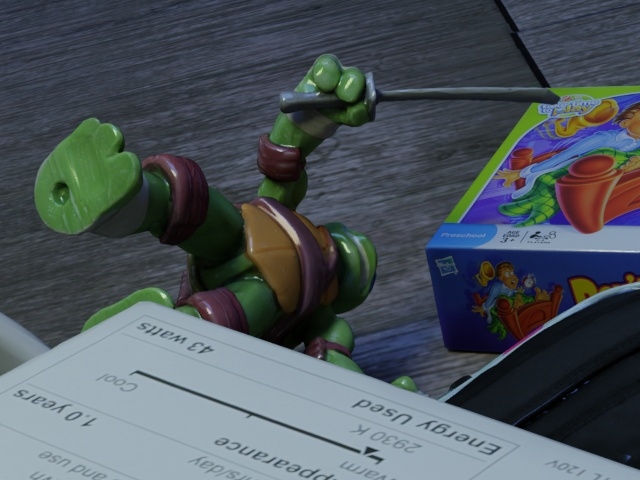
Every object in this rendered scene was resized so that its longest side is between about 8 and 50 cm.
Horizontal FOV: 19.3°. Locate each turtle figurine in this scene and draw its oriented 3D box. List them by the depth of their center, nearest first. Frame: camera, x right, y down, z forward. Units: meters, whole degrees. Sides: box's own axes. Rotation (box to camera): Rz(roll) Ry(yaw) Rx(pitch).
[{"bbox_3d":[0.000,0.000,1.012,0.274,0.198,0.266,17,11,35],"label":"turtle figurine"}]

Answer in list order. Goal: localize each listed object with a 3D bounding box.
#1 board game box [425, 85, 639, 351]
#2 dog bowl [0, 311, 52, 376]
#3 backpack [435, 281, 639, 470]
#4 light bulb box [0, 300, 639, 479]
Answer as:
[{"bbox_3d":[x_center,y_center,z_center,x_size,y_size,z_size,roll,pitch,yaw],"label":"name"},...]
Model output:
[{"bbox_3d":[0.271,-0.016,1.179,0.347,0.078,0.233,1,30,27],"label":"board game box"},{"bbox_3d":[-0.218,0.153,0.810,0.348,0.102,0.349,18,45,-19],"label":"dog bowl"},{"bbox_3d":[0.133,0.134,0.810,0.253,0.191,0.225,-37,29,-17],"label":"backpack"},{"bbox_3d":[-0.041,0.217,0.522,0.358,0.225,0.361,16,31,37],"label":"light bulb box"}]
